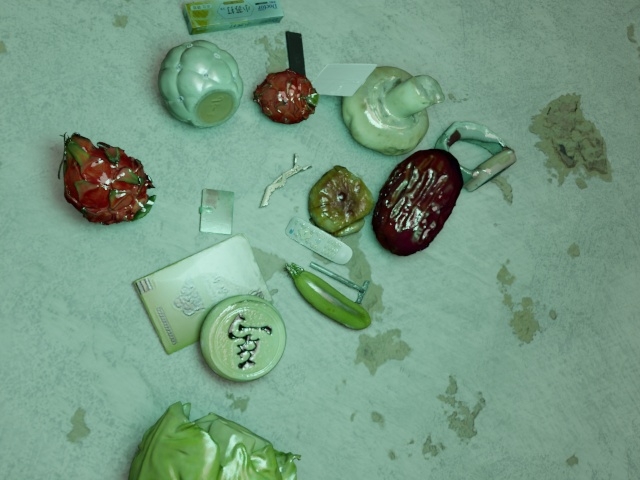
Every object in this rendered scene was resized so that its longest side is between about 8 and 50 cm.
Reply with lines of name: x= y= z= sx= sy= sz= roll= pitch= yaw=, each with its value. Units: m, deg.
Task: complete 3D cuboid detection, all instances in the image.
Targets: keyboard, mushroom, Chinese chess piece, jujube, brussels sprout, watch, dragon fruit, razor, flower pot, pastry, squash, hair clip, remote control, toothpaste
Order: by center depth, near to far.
brussels sprout: x=-0.280 y=0.639 z=1.311 sx=0.425 sy=0.342 sz=0.361 roll=30 pitch=71 yaw=-13
dragon fruit: x=-0.584 y=-0.172 z=1.400 sx=0.234 sy=0.234 sz=0.293 roll=-39 pitch=100 yaw=-21
Chinese chess piece: x=-0.221 y=0.281 z=1.503 sx=0.250 sy=0.101 sz=0.250 roll=1 pitch=88 yaw=-23
flower pot: x=-0.344 y=-0.449 z=1.517 sx=0.246 sy=0.246 sz=0.195 roll=-24 pitch=65 yaw=-21
squash: x=0.018 y=0.182 z=1.629 sx=0.341 sy=0.094 sz=0.094 roll=36 pitch=72 yaw=-14
dragon fruit: x=-0.102 y=-0.451 z=1.641 sx=0.210 sy=0.172 sz=0.172 roll=12 pitch=77 yaw=3
hair clip: x=-0.127 y=-0.192 z=1.664 sx=0.226 sy=0.034 sz=0.072 roll=-44 pitch=94 yaw=-18
remote control: x=0.000 y=0.000 z=1.672 sx=0.229 sy=0.044 sz=0.073 roll=29 pitch=107 yaw=-8
mushroom: x=0.245 y=-0.440 z=1.677 sx=0.314 sy=0.336 sz=0.314 roll=5 pitch=80 yaw=-27
razor: x=0.060 y=0.122 z=1.679 sx=0.211 sy=0.036 sz=0.084 roll=29 pitch=71 yaw=-14
toothpaste: x=-0.277 y=-0.729 z=1.679 sx=0.313 sy=0.071 sz=0.089 roll=-18 pitch=92 yaw=-22
pastry: x=0.066 y=-0.128 z=1.687 sx=0.219 sy=0.100 sz=0.229 roll=-7 pitch=85 yaw=-21
jujube: x=0.314 y=-0.128 z=1.709 sx=0.258 sy=0.258 sz=0.376 roll=42 pitch=78 yaw=-9
keyboard: x=-0.082 y=-0.608 z=1.755 sx=0.060 sy=0.018 sz=0.195 roll=-2 pitch=82 yaw=-27
watch: x=0.538 y=-0.315 z=1.874 sx=0.253 sy=0.162 sz=0.241 roll=-30 pitch=80 yaw=-24

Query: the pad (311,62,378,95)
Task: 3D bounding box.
pad: x=0.063 y=-0.526 z=1.698 sx=0.156 sy=0.232 sz=0.004 roll=-53 pitch=134 yaw=-19

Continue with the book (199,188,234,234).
book: x=-0.317 y=-0.088 z=1.587 sx=0.103 sy=0.017 sz=0.135 roll=6 pitch=79 yaw=-19

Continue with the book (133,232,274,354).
book: x=-0.331 y=0.150 z=1.536 sx=0.352 sy=0.035 sz=0.239 roll=-25 pitch=94 yaw=-21
